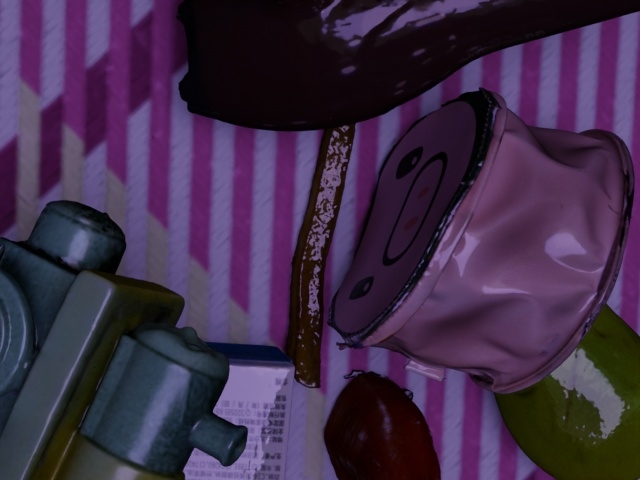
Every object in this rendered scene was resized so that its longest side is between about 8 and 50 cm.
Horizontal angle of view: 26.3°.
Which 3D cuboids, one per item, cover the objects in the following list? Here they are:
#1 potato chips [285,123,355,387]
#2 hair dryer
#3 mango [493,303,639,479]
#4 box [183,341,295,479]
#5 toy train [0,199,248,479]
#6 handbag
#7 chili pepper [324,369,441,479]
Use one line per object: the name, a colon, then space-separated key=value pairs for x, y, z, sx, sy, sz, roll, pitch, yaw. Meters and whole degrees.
potato chips: x=0.000 y=0.000 z=0.957 sx=0.026 sy=0.037 sz=0.204 roll=10 pitch=89 yaw=-22
hair dryer: x=0.017 y=-0.187 z=0.776 sx=0.312 sy=0.340 sz=0.123 roll=-13 pitch=64 yaw=17
mango: x=0.180 y=0.103 z=0.980 sx=0.117 sy=0.089 sz=0.163 roll=-43 pitch=90 yaw=4
box: x=-0.121 y=0.139 z=0.927 sx=0.194 sy=0.073 sz=0.139 roll=5 pitch=95 yaw=-12
toy train: x=-0.168 y=0.167 z=0.777 sx=0.237 sy=0.150 sz=0.369 roll=25 pitch=91 yaw=17
handbag: x=0.104 y=-0.003 z=0.903 sx=0.116 sy=0.179 sz=0.205 roll=27 pitch=66 yaw=-17
chili pepper: x=0.046 y=0.150 z=0.913 sx=0.064 sy=0.169 sz=0.088 roll=4 pitch=98 yaw=-9
